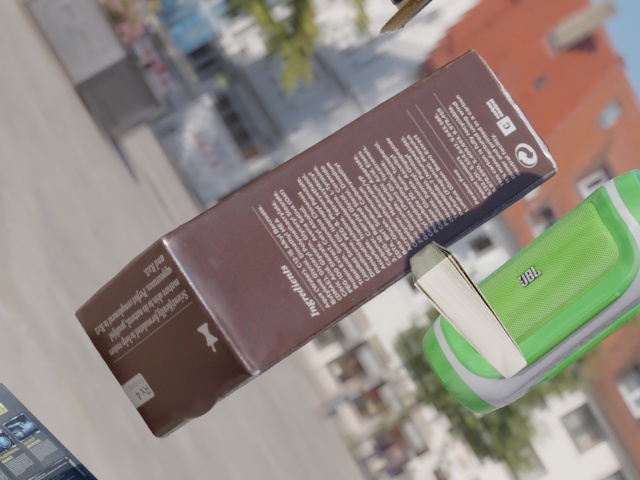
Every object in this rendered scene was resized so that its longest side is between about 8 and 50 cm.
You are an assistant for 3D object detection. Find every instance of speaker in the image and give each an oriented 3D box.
[{"bbox_3d":[0.253,0.057,1.935,0.131,0.296,0.131,43,20,-20],"label":"speaker"}]

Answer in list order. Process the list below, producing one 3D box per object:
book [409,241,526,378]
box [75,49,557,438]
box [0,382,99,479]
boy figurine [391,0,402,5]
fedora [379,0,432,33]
[{"bbox_3d":[0.107,0.051,1.337,0.096,0.035,0.144,52,2,-4],"label":"book"},{"bbox_3d":[0.000,0.000,1.543,0.143,0.381,0.191,55,-36,1],"label":"box"},{"bbox_3d":[-0.329,0.254,1.730,0.183,0.059,0.233,43,37,13],"label":"box"},{"bbox_3d":[0.190,-0.299,1.724,0.177,0.285,0.092,-99,171,-74],"label":"boy figurine"},{"bbox_3d":[0.115,-0.308,1.979,0.079,0.194,0.194,47,0,-2],"label":"fedora"}]
